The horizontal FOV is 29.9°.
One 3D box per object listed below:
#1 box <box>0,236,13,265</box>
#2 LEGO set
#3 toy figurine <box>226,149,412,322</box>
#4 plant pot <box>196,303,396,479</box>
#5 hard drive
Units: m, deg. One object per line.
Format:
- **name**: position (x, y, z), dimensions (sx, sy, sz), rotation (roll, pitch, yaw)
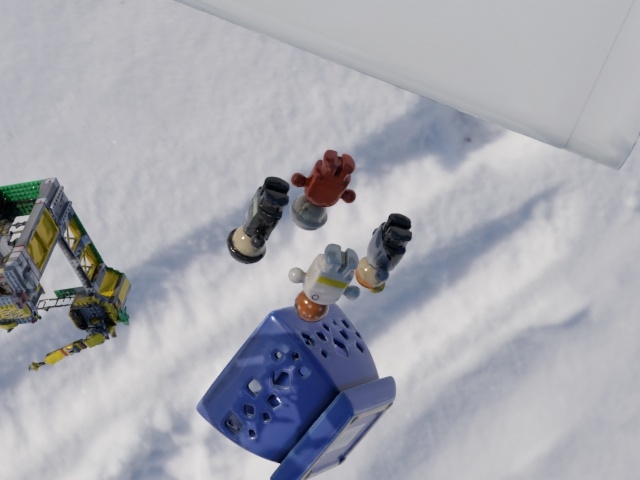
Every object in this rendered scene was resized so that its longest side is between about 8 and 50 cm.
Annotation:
- **box**: position (-0.528, 0.024, 1.664), dimensions (0.183, 0.056, 0.231), rotation (-15, 147, -1)
- **LEGO set**: position (-0.404, 0.076, 1.420), dimensions (0.331, 0.192, 0.255), rotation (-1, 132, 12)
- **toy figurine**: position (0.000, 0.000, 1.691), dimensions (0.209, 0.148, 0.213), rotation (46, 44, 14)
- **plant pot**: position (-0.025, 0.259, 1.988), dimensions (0.236, 0.212, 0.236), rotation (-51, 160, 19)
- **hard drive**: position (0.024, -0.168, 0.516), dimensions (0.307, 0.040, 0.203), rotation (21, 132, 4)
